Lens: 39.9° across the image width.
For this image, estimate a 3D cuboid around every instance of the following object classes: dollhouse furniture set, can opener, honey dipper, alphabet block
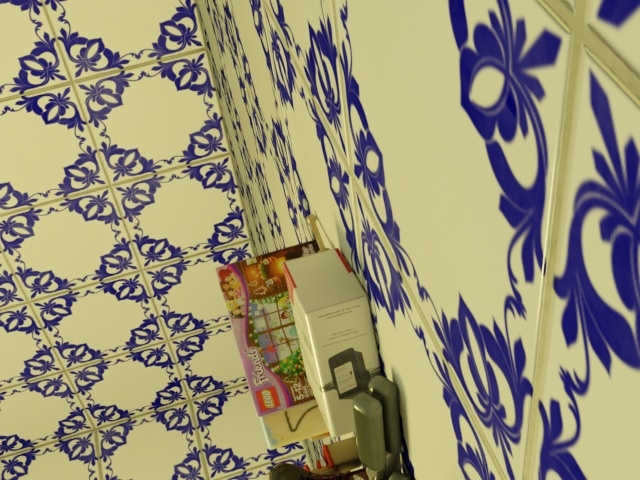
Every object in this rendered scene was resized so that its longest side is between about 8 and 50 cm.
[{"bbox_3d":[-0.008,0.409,2.023,0.262,0.135,0.259,86,166,-59],"label":"dollhouse furniture set"},{"bbox_3d":[0.103,0.313,1.318,0.093,0.074,0.280,23,142,34],"label":"can opener"},{"bbox_3d":[0.000,0.000,1.526,0.160,0.030,0.030,-109,6,-55],"label":"honey dipper"},{"bbox_3d":[-0.039,0.302,1.790,0.193,0.197,0.192,126,128,-81],"label":"alphabet block"}]

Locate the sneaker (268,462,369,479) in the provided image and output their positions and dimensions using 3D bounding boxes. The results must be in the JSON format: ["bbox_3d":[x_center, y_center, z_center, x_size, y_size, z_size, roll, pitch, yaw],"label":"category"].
[{"bbox_3d":[0.020,0.508,1.853,0.281,0.162,0.106,37,-147,-52],"label":"sneaker"}]

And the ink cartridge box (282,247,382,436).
[{"bbox_3d":[0.024,0.159,1.386,0.172,0.100,0.237,-119,16,-61],"label":"ink cartridge box"}]

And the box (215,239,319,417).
[{"bbox_3d":[-0.065,0.166,1.676,0.057,0.201,0.293,127,126,-81],"label":"box"}]
